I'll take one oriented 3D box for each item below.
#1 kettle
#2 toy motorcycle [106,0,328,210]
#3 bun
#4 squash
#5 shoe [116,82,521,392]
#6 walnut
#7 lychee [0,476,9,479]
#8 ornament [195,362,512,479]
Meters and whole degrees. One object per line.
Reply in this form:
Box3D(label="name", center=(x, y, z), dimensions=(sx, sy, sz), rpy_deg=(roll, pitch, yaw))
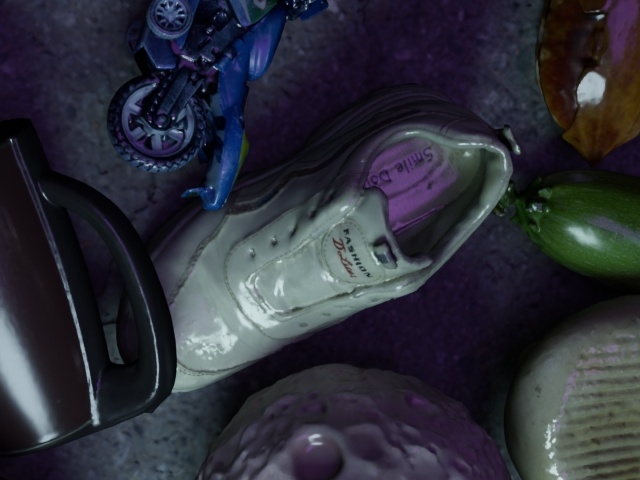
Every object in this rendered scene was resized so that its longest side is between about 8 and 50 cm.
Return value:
Box3D(label="kettle", center=(-0.214, 0.035, 1.175), dimensions=(0.202, 0.144, 0.232), rpy_deg=(-16, 107, 15))
Box3D(label="toy motorcycle", center=(-0.074, -0.152, 1.232), dimensions=(0.136, 0.092, 0.254), rpy_deg=(22, 75, -15))
Box3D(label="bun", center=(0.248, 0.145, 1.348), dimensions=(0.231, 0.133, 0.231), rpy_deg=(-5, 103, -22))
Box3D(label="squash", center=(0.313, 0.007, 1.376), dimensions=(0.379, 0.101, 0.101), rpy_deg=(16, 90, -18))
Box3D(label="shoe", center=(0.000, 0.000, 1.212), dimensions=(0.342, 0.210, 0.132), rpy_deg=(-37, 105, -11))
Box3D(label="walnut", center=(0.236, -0.163, 1.332), dimensions=(0.116, 0.116, 0.207), rpy_deg=(-1, 103, -18))
Box3D(label="lychee", center=(-0.274, 0.298, 1.144), dimensions=(0.255, 0.255, 0.300), rpy_deg=(-27, 117, -14))
Box3D(label="ornament", center=(0.017, 0.216, 1.225), dimensions=(0.225, 0.259, 0.259), rpy_deg=(27, 86, 23))
